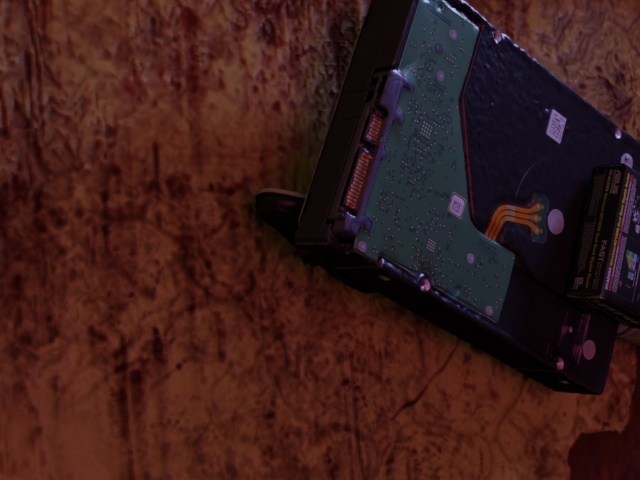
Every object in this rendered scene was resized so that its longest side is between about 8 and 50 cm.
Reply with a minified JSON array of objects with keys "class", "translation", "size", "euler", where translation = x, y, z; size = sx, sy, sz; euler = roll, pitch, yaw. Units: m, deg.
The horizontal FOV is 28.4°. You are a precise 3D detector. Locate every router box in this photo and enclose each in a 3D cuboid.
[{"class":"router box","translation":[0.265,0.006,1.093],"size":[0.092,0.038,0.123],"euler":[26,72,-38]}]

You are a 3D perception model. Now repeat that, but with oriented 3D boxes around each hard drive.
[{"class":"hard drive","translation":[0.144,-0.036,1.058],"size":[0.339,0.064,0.237],"euler":[29,70,-37]}]

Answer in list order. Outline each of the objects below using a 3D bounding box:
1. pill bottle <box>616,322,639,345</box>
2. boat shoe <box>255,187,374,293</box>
[{"class":"pill bottle","translation":[0.313,0.070,1.180],"size":[0.116,0.065,0.065],"euler":[20,76,-29]},{"class":"boat shoe","translation":[0.001,0.000,1.008],"size":[0.133,0.049,0.042],"euler":[31,63,-30]}]
